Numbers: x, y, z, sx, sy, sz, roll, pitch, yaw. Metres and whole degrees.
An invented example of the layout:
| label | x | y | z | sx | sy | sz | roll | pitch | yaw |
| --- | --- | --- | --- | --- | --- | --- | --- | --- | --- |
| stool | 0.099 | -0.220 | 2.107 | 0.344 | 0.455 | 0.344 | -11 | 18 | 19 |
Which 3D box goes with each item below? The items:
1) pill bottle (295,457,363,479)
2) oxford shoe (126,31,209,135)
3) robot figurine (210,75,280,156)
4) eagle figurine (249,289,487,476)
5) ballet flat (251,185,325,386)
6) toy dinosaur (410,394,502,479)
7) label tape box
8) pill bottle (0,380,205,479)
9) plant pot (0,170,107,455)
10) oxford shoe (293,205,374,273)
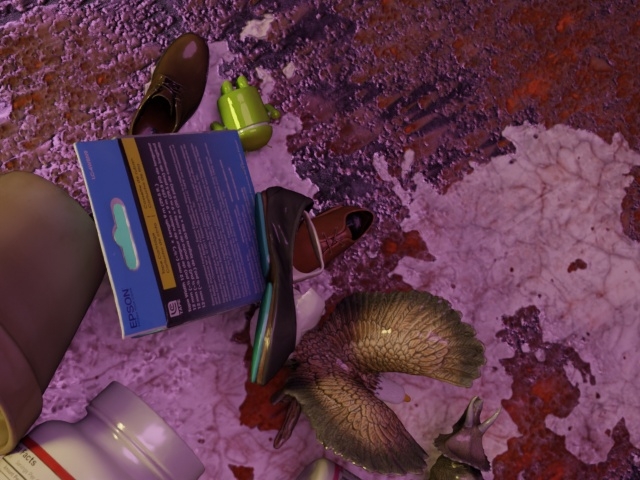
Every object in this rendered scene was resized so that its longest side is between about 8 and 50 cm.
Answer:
| label | x | y | z | sx | sy | sz | roll | pitch | yaw |
| --- | --- | --- | --- | --- | --- | --- | --- | --- | --- |
| pill bottle | 0.078 | 0.439 | 1.663 | 0.283 | 0.160 | 0.160 | 34 | 73 | -7 |
| oxford shoe | -0.215 | -0.210 | 1.741 | 0.083 | 0.096 | 0.227 | 23 | 73 | -8 |
| robot figurine | -0.112 | -0.184 | 1.778 | 0.101 | 0.067 | 0.115 | -20 | 86 | -17 |
| eagle figurine | 0.056 | 0.183 | 1.634 | 0.225 | 0.298 | 0.226 | -8 | 93 | -28 |
| ballet flat | -0.042 | 0.058 | 1.607 | 0.096 | 0.095 | 0.280 | 3 | 73 | -8 |
| toy dinosaur | 0.214 | 0.386 | 1.710 | 0.121 | 0.160 | 0.313 | -14 | 83 | -17 |
| label tape box | -0.211 | -0.009 | 1.587 | 0.348 | 0.115 | 0.249 | -14 | 87 | -58 |
| pill bottle | -0.350 | 0.381 | 1.523 | 0.229 | 0.229 | 0.408 | 46 | 72 | -3 |
| plant pot | -0.430 | 0.068 | 1.544 | 0.323 | 0.323 | 0.280 | 43 | 56 | -4 |
| oxford shoe | 0.000 | 0.000 | 1.726 | 0.212 | 0.076 | 0.076 | -37 | 110 | -42 |
